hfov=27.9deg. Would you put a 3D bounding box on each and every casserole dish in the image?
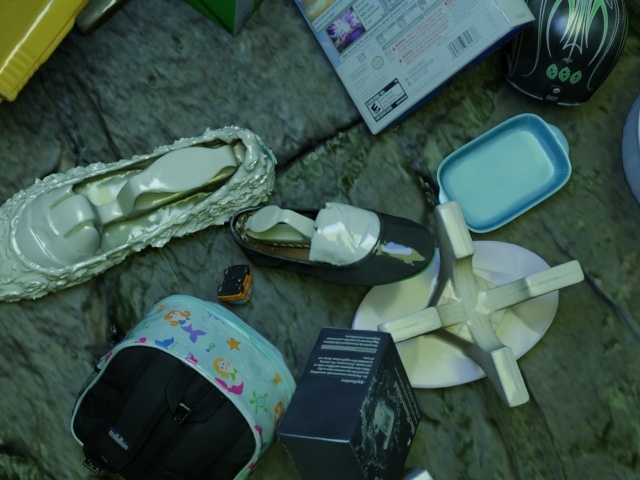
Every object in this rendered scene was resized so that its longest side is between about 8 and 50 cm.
[{"bbox_3d":[0.235,-0.085,1.674,0.188,0.037,0.114,-31,85,-9],"label":"casserole dish"}]

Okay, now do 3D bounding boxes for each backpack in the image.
[{"bbox_3d":[-0.147,0.182,1.491,0.225,0.253,0.191,37,50,2],"label":"backpack"}]

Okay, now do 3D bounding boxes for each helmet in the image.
[{"bbox_3d":[0.313,-0.271,1.644,0.169,0.169,0.161,14,119,-2],"label":"helmet"}]

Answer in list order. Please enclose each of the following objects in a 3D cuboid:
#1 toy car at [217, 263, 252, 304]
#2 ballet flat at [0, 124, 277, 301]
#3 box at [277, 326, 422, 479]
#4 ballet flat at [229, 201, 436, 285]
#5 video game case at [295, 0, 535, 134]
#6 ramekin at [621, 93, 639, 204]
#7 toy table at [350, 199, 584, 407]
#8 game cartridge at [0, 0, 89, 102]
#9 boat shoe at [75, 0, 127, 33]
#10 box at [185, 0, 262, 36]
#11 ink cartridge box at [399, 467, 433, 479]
[{"bbox_3d":[-0.139,0.073,1.629,0.122,0.060,0.040,-19,127,9],"label":"toy car"},{"bbox_3d":[-0.249,-0.049,1.581,0.409,0.147,0.147,-23,84,-7],"label":"ballet flat"},{"bbox_3d":[0.038,0.210,1.485,0.093,0.156,0.158,2,47,26],"label":"box"},{"bbox_3d":[0.000,0.000,1.534,0.280,0.096,0.095,1,64,38],"label":"ballet flat"},{"bbox_3d":[0.101,-0.301,1.590,0.061,0.269,0.244,-26,84,-44],"label":"video game case"},{"bbox_3d":[0.523,-0.123,1.654,0.277,0.135,0.277,1,81,-4],"label":"ramekin"},{"bbox_3d":[0.179,0.086,1.581,0.274,0.161,0.252,-30,85,-9],"label":"toy table"},{"bbox_3d":[-0.351,-0.314,1.557,0.052,0.285,0.324,40,80,-38],"label":"game cartridge"},{"bbox_3d":[-0.259,-0.341,1.659,0.170,0.063,0.059,-43,93,-9],"label":"boat shoe"},{"bbox_3d":[-0.080,-0.407,1.584,0.127,0.262,0.231,36,81,2],"label":"box"},{"bbox_3d":[0.080,0.373,1.544,0.176,0.127,0.128,-33,86,-8],"label":"ink cartridge box"}]
